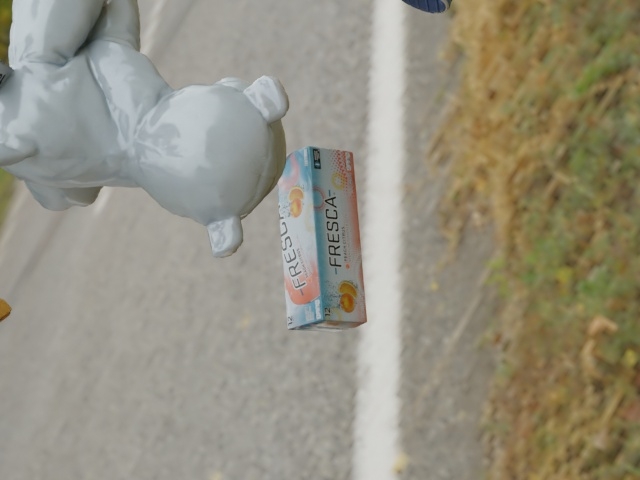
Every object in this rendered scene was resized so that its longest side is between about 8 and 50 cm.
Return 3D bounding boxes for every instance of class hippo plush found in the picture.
[{"bbox_3d":[-0.138,-0.118,1.428,0.294,0.237,0.234,-10,-69,-81],"label":"hippo plush"}]

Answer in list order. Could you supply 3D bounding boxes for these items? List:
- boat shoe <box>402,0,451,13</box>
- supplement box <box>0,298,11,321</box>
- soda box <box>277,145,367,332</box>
[{"bbox_3d":[0.087,-0.330,2.015,0.066,0.183,0.066,-48,-18,-16],"label":"boat shoe"},{"bbox_3d":[-0.412,0.100,1.852,0.080,0.078,0.233,-40,3,-39],"label":"supplement box"},{"bbox_3d":[0.000,0.000,1.783,0.058,0.063,0.183,-19,71,48],"label":"soda box"}]
